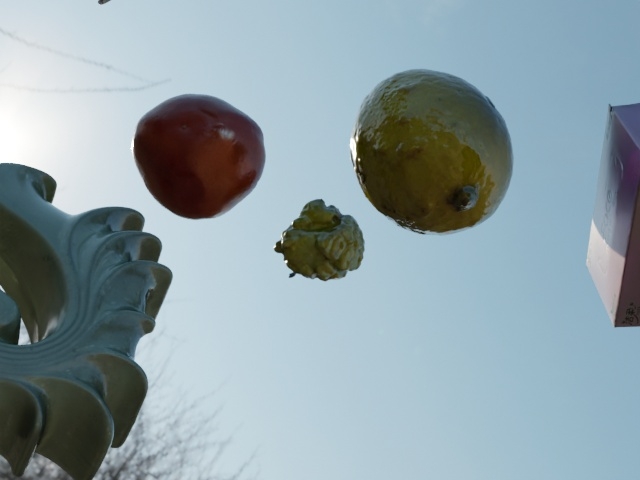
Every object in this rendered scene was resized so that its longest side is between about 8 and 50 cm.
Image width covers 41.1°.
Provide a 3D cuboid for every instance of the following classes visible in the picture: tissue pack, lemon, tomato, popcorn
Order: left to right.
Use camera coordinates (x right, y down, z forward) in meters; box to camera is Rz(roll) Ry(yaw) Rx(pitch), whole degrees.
[{"bbox_3d":[-0.232,-0.169,1.616,0.260,0.260,0.180,25,-16,14],"label":"tomato"},{"bbox_3d":[-0.002,0.010,1.640,0.173,0.173,0.142,27,-44,11],"label":"popcorn"},{"bbox_3d":[0.172,-0.140,1.349,0.284,0.260,0.260,41,-22,34],"label":"lemon"},{"bbox_3d":[0.401,-0.030,1.050,0.092,0.148,0.246,-2,-58,2],"label":"tissue pack"}]

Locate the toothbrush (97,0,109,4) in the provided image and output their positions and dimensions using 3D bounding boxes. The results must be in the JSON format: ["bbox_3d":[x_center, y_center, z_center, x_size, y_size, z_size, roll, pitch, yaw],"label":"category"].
[{"bbox_3d":[-0.375,-0.511,1.725,0.014,0.162,0.017,61,-12,-2],"label":"toothbrush"}]

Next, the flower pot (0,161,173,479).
[{"bbox_3d":[-0.306,0.077,0.963,0.254,0.367,0.164,19,-49,-13],"label":"flower pot"}]
